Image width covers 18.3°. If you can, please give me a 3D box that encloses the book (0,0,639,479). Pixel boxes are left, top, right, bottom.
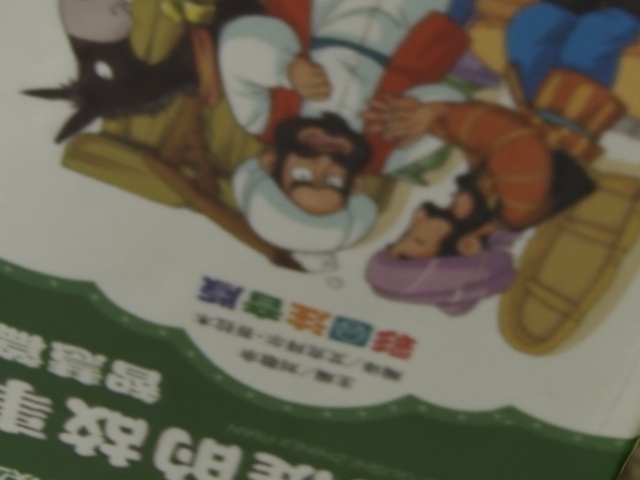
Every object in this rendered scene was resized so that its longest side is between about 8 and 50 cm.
[{"bbox_3d":[0.000,0.000,0.522,0.202,0.027,0.264,17,131,-4],"label":"book"}]
